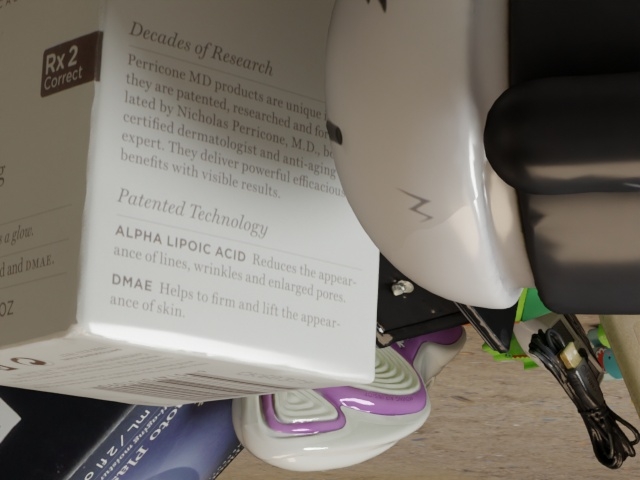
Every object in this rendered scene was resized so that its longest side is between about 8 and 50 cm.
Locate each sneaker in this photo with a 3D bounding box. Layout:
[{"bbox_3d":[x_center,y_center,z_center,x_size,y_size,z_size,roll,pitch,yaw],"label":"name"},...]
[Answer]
[{"bbox_3d":[0.011,0.120,1.296,0.114,0.152,0.305,39,-159,11],"label":"sneaker"}]

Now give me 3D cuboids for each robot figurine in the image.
[{"bbox_3d":[0.140,-0.061,0.675,0.278,0.173,0.209,-1,156,15],"label":"robot figurine"}]

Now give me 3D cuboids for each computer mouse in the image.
[{"bbox_3d":[0.166,0.079,1.299,0.042,0.106,0.193,-36,-162,9],"label":"computer mouse"}]

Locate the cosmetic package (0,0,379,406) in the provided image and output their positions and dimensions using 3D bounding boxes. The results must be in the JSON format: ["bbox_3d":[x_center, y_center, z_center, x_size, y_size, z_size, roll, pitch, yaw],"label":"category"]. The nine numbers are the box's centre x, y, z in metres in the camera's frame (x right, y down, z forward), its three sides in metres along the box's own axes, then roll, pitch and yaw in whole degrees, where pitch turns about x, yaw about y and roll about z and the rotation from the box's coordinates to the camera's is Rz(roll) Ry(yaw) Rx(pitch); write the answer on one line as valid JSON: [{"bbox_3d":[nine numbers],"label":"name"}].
[{"bbox_3d":[-0.075,-0.031,0.796,0.151,0.183,0.151,12,163,-39],"label":"cosmetic package"}]

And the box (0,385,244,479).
[{"bbox_3d":[-0.210,0.149,1.273,0.183,0.296,0.294,42,177,15],"label":"box"}]

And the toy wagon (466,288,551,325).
[{"bbox_3d":[0.082,-0.012,1.103,0.267,0.068,0.344,7,166,-20],"label":"toy wagon"}]

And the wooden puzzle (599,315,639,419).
[{"bbox_3d":[0.351,0.177,1.218,0.322,0.347,0.080,5,143,-26],"label":"wooden puzzle"}]

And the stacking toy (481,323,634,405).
[{"bbox_3d":[0.277,0.106,1.605,0.221,0.052,0.167,11,164,-31],"label":"stacking toy"}]

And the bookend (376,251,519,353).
[{"bbox_3d":[0.000,0.000,0.978,0.157,0.072,0.156,-15,130,32],"label":"bookend"}]
